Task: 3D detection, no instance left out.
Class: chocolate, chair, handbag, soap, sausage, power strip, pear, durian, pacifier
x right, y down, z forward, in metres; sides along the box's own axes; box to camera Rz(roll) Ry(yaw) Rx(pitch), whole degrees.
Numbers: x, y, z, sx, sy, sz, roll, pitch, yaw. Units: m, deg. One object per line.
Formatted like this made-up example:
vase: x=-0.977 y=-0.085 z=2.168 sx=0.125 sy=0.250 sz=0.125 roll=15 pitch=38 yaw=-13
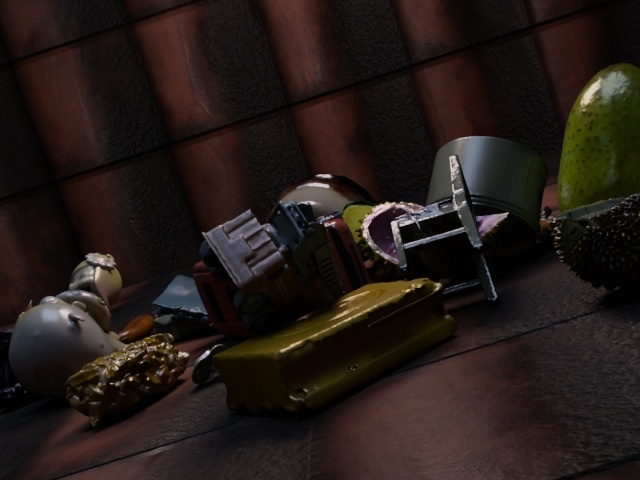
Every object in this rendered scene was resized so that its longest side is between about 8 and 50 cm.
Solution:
chocolate: x=0.000 y=0.000 z=2.237 sx=0.284 sy=0.283 sz=0.186 roll=-17 pitch=22 yaw=10
chair: x=0.198 y=-0.005 z=1.605 sx=0.147 sy=0.136 sz=0.270 roll=-17 pitch=38 yaw=9
handbag: x=-0.257 y=0.145 z=2.164 sx=0.221 sy=0.057 sz=0.144 roll=9 pitch=24 yaw=18
soap: x=0.026 y=0.152 z=1.406 sx=0.324 sy=0.096 sz=0.204 roll=-22 pitch=7 yaw=-36
sausage: x=-0.456 y=0.225 z=2.345 sx=0.062 sy=0.054 sz=0.183 roll=-50 pitch=-1 yaw=17
power strip: x=-0.311 y=0.182 z=2.272 sx=0.145 sy=0.061 sz=0.216 roll=-20 pitch=7 yaw=-21
pear: x=0.563 y=-0.157 z=1.649 sx=0.343 sy=0.317 sz=0.238 roll=-18 pitch=1 yaw=14
durian: x=0.190 y=0.020 z=1.769 sx=0.261 sy=0.153 sz=0.187 roll=19 pitch=34 yaw=41
durian: x=0.456 y=-0.003 z=1.366 sx=0.237 sy=0.137 sz=0.193 roll=-19 pitch=1 yaw=2
pacifier: x=-0.183 y=0.223 z=1.645 sx=0.064 sy=0.068 sz=0.083 roll=27 pitch=54 yaw=32

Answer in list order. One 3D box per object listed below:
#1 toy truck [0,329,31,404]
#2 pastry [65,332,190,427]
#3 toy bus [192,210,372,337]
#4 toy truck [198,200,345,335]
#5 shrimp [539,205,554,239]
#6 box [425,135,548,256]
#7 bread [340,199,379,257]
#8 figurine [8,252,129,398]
toy truck: x=-0.646 y=0.279 z=2.073 sx=0.213 sy=0.161 sz=0.177 roll=-13 pitch=-12 yaw=43
pastry: x=-0.331 y=0.236 z=1.651 sx=0.154 sy=0.102 sz=0.250 roll=-14 pitch=5 yaw=22
toy bus: x=-0.082 y=0.081 z=1.887 sx=0.233 sy=0.203 sz=0.427 roll=-26 pitch=8 yaw=-26
toy truck: x=-0.052 y=0.072 z=1.526 sx=0.184 sy=0.133 sz=0.338 roll=-33 pitch=-31 yaw=-5
shrimp: x=0.565 y=-0.070 z=2.000 sx=0.290 sy=0.054 sz=0.222 roll=-30 pitch=11 yaw=-26
box: x=0.325 y=-0.081 z=1.869 sx=0.226 sy=0.149 sz=0.226 roll=12 pitch=-24 yaw=5
bread: x=0.139 y=-0.008 z=2.126 sx=0.228 sy=0.228 sz=0.033 roll=-26 pitch=-27 yaw=-54
figurine: x=-0.485 y=0.174 z=2.001 sx=0.226 sy=0.275 sz=0.394 roll=-51 pitch=19 yaw=27
